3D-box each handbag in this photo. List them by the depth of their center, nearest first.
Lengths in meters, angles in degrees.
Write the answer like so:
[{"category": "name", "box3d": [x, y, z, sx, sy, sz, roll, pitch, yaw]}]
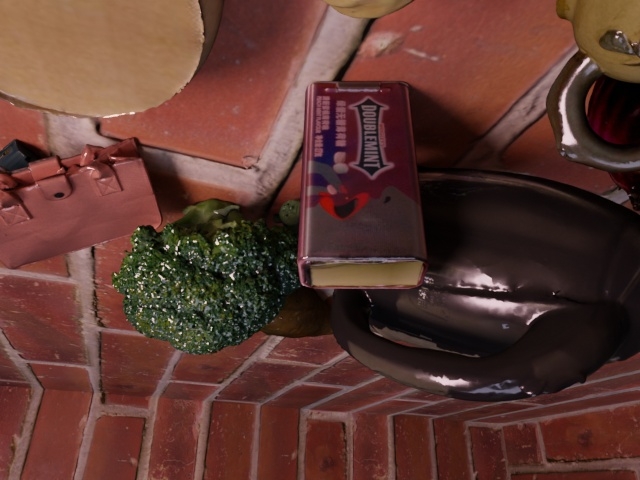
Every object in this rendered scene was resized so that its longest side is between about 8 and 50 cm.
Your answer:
[{"category": "handbag", "box3d": [-0.325, -0.045, 0.638, 0.212, 0.059, 0.157, -20, 154, -17]}]

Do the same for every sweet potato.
[{"category": "sweet potato", "box3d": [-0.042, 0.145, 1.020, 0.130, 0.131, 0.422, -12, 156, 24]}]

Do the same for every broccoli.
[{"category": "broccoli", "box3d": [-0.151, 0.044, 0.703, 0.268, 0.242, 0.262, -1, 144, -4]}]

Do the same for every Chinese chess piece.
[{"category": "Chinese chess piece", "box3d": [-0.198, -0.202, 0.371, 0.249, 0.103, 0.250, 0, 152, 0]}]

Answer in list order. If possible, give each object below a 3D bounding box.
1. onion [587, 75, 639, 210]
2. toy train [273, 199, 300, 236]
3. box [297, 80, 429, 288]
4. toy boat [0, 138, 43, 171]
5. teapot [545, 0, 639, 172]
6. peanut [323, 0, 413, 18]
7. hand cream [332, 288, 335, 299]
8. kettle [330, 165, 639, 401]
[{"category": "onion", "box3d": [0.378, -0.099, 0.432, 0.280, 0.221, 0.281, 14, 125, 20]}, {"category": "toy train", "box3d": [0.000, -0.001, 0.777, 0.132, 0.083, 0.200, 3, 149, 16]}, {"category": "box", "box3d": [0.039, -0.063, 0.497, 0.120, 0.224, 0.069, -1, 147, 0]}, {"category": "toy boat", "box3d": [-0.425, -0.065, 0.640, 0.141, 0.060, 0.055, -46, 146, -4]}, {"category": "teapot", "box3d": [0.255, -0.163, 0.305, 0.182, 0.270, 0.173, 28, -158, 23]}, {"category": "peanut", "box3d": [0.009, -0.247, 0.237, 0.147, 0.148, 0.319, -3, 155, 8]}, {"category": "hand cream", "box3d": [0.084, 0.054, 0.922, 0.088, 0.055, 0.256, 7, 146, -20]}, {"category": "kettle", "box3d": [0.171, 0.047, 0.526, 0.320, 0.229, 0.324, -30, -156, -35]}]
